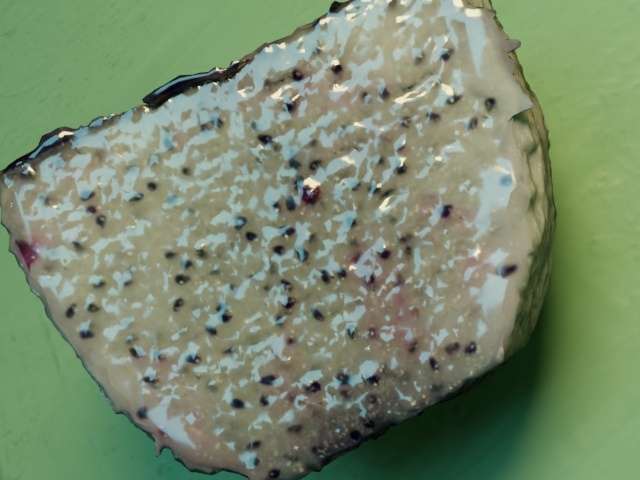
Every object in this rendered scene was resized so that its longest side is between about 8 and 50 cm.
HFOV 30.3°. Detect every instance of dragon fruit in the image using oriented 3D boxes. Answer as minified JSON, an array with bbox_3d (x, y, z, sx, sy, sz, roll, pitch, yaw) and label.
[{"bbox_3d":[0.000,0.000,0.661,0.283,0.204,0.221,-25,85,10],"label":"dragon fruit"}]
